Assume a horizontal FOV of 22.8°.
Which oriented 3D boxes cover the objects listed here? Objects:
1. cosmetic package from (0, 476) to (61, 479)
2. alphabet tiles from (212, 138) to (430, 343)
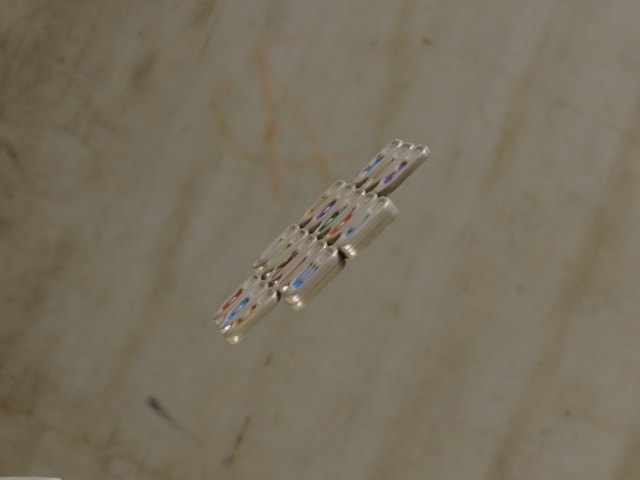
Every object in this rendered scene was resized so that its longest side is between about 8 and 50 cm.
[{"bbox_3d":[-0.387,0.341,1.564,0.309,0.113,0.160,-11,-86,-58],"label":"cosmetic package"},{"bbox_3d":[0.000,0.000,1.640,0.278,0.021,0.284,-44,12,-3],"label":"alphabet tiles"}]
